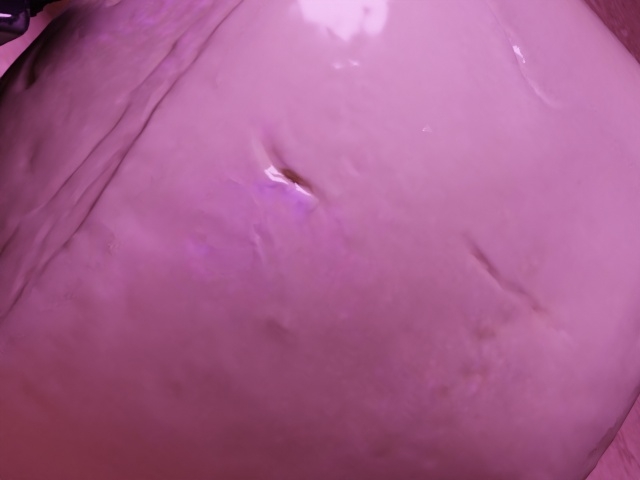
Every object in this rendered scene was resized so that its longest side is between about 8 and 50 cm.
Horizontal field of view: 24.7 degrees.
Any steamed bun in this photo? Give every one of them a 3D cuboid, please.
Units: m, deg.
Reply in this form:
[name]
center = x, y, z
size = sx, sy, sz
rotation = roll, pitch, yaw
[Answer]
[steamed bun]
center = 0.000, 0.000, 0.827
size = 0.371, 0.290, 0.456
rotation = 40, 75, -27

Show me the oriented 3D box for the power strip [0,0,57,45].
[power strip]
center = -0.248, -0.127, 0.733
size = 0.251, 0.257, 0.092
rotation = -1, 85, -35
